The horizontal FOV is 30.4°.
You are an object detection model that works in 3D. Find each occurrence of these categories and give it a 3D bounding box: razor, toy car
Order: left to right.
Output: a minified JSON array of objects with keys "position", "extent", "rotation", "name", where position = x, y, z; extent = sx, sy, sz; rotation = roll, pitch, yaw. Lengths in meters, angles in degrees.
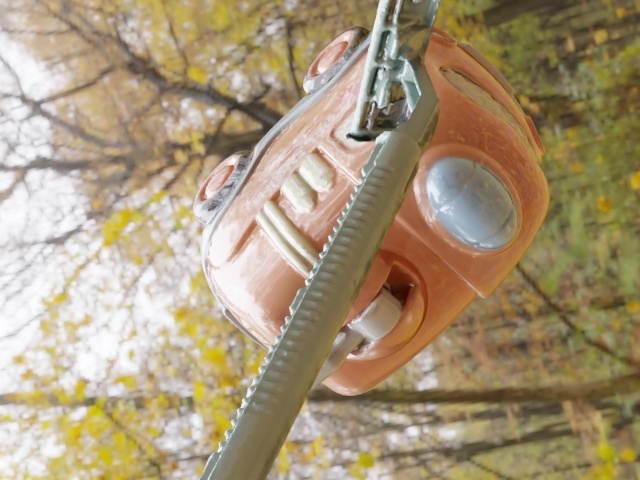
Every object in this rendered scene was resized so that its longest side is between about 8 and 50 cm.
[{"position":[0.007,0.003,0.392],"extent":[0.084,0.036,0.211],"rotation":[100,-172,-52],"name":"razor"},{"position":[0.046,-0.016,0.833],"extent":[0.180,0.270,0.212],"rotation":[41,-176,-22],"name":"toy car"}]
